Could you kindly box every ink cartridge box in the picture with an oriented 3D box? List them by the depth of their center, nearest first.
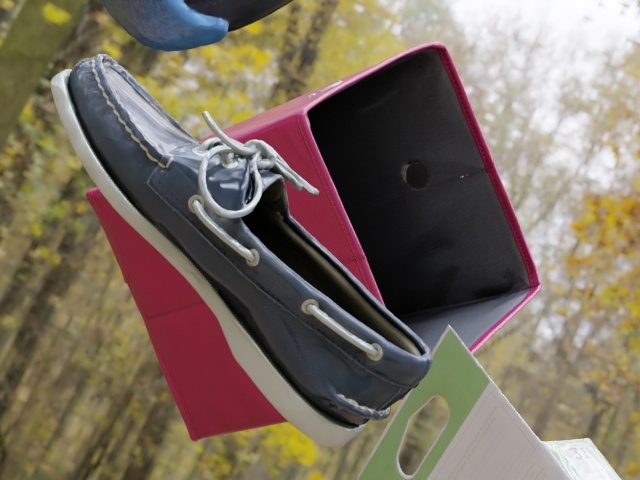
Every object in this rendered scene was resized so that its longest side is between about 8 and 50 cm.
[{"bbox_3d":[0.131,0.198,0.955,0.056,0.171,0.235,3,38,-35],"label":"ink cartridge box"}]

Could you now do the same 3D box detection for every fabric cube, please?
[{"bbox_3d":[0.000,0.000,1.222,0.258,0.254,0.259,-16,-80,38],"label":"fabric cube"}]

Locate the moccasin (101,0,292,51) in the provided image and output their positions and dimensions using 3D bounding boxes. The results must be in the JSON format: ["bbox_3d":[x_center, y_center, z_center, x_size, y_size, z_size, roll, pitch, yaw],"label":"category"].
[{"bbox_3d":[-0.092,-0.250,0.559,0.138,0.117,0.342,11,-56,66],"label":"moccasin"}]

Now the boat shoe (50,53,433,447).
[{"bbox_3d":[-0.043,-0.009,0.716,0.254,0.079,0.095,52,20,13],"label":"boat shoe"}]
